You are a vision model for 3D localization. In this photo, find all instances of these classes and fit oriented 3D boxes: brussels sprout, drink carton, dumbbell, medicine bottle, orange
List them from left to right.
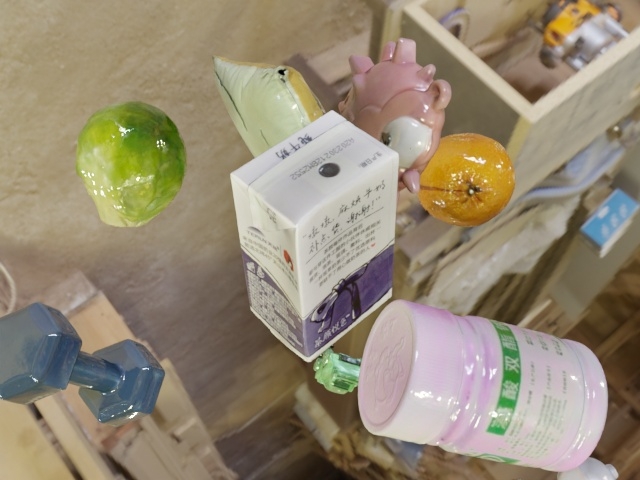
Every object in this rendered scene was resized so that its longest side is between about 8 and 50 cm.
[{"bbox_3d":[-0.405,0.216,1.303,0.160,0.144,0.325,-21,152,15],"label":"dumbbell"},{"bbox_3d":[-0.276,-0.114,1.149,0.161,0.144,0.180,-43,140,-57],"label":"brussels sprout"},{"bbox_3d":[-0.001,0.000,0.781,0.134,0.102,0.222,-34,146,-25],"label":"drink carton"},{"bbox_3d":[0.282,-0.117,1.513,0.193,0.193,0.161,-48,175,15],"label":"orange"},{"bbox_3d":[0.245,0.224,1.187,0.326,0.212,0.212,16,132,-15],"label":"medicine bottle"}]

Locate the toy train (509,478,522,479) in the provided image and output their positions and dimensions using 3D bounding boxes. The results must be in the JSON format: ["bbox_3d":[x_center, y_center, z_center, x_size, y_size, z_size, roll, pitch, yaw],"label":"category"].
[{"bbox_3d":[0.050,0.380,0.839,0.410,0.086,0.089,-21,140,-6],"label":"toy train"}]

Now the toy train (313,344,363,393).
[{"bbox_3d":[0.038,0.253,1.463,0.149,0.099,0.081,122,-16,-59],"label":"toy train"}]

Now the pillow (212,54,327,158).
[{"bbox_3d":[-0.055,-0.178,1.329,0.119,0.312,0.310,-41,118,-13],"label":"pillow"}]

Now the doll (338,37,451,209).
[{"bbox_3d":[0.071,-0.131,0.931,0.093,0.211,0.262,5,173,-30],"label":"doll"}]

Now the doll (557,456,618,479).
[{"bbox_3d":[0.523,0.512,1.408,0.151,0.287,0.151,-32,-169,7],"label":"doll"}]
